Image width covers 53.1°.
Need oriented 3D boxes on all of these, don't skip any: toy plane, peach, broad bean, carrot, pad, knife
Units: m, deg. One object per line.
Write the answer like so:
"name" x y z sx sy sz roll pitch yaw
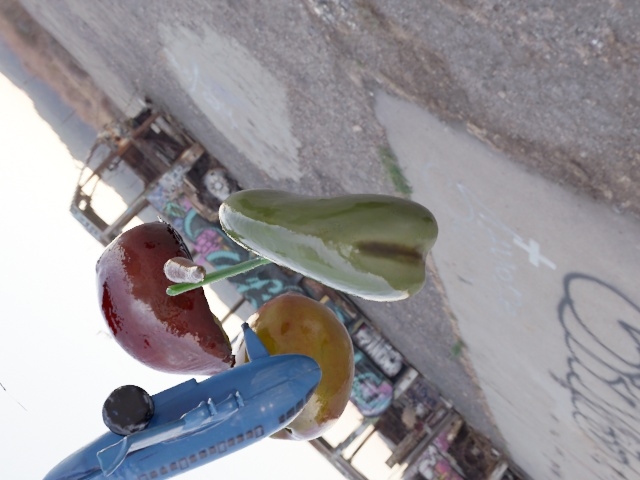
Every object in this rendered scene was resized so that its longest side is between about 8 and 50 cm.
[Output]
"toy plane" -0.124 0.166 0.568 0.105 0.271 0.254 54 159 12
"peach" -0.065 0.276 1.438 0.307 0.333 0.308 6 162 2
"broad bean" 0.000 0.000 0.752 0.263 0.121 0.189 7 -179 23
"peach" -0.317 0.138 1.262 0.362 0.201 0.257 62 165 2
"carrot" -0.168 0.039 0.809 0.035 0.035 0.142 45 160 -22
"pad" -0.705 0.178 1.243 0.367 0.007 0.248 47 153 6
"knife" -0.113 0.041 0.904 0.054 0.212 0.015 4 110 66
